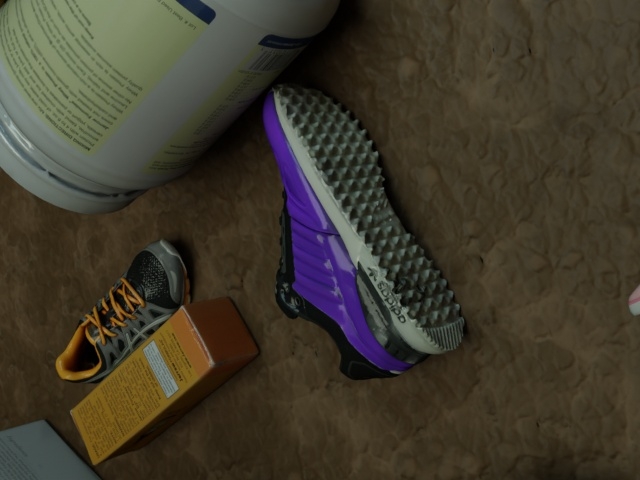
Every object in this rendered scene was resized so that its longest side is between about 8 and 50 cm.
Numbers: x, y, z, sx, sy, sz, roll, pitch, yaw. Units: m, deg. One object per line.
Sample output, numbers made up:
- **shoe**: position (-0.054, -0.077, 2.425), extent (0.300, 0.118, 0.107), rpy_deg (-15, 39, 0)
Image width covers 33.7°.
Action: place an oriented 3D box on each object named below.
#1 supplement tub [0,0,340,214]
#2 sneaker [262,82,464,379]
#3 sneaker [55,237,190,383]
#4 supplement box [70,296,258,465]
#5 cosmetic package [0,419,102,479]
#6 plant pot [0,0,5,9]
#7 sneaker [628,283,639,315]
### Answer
- **supplement tub**: position (-0.162, -0.195, 0.990), extent (0.325, 0.235, 0.235), rpy_deg (-41, 72, 33)
- **sneaker**: position (0.000, 0.000, 0.976), extent (0.146, 0.102, 0.293), rpy_deg (-36, 74, 35)
- **sneaker**: position (-0.217, 0.087, 1.163), extent (0.084, 0.083, 0.215), rpy_deg (47, 119, 25)
- **supplement box**: position (-0.173, 0.154, 1.142), extent (0.233, 0.078, 0.080), rpy_deg (-43, 70, 32)
- **cosmetic package**: position (-0.377, 0.331, 1.250), extent (0.151, 0.184, 0.151), rpy_deg (38, 117, 29)
- **plant pot**: position (-0.486, -0.331, 1.224), extent (0.254, 0.254, 0.239), rpy_deg (-14, 102, 37)
- **sneaker**: position (0.279, -0.001, 0.800), extent (0.134, 0.051, 0.070), rpy_deg (-40, 71, 30)
